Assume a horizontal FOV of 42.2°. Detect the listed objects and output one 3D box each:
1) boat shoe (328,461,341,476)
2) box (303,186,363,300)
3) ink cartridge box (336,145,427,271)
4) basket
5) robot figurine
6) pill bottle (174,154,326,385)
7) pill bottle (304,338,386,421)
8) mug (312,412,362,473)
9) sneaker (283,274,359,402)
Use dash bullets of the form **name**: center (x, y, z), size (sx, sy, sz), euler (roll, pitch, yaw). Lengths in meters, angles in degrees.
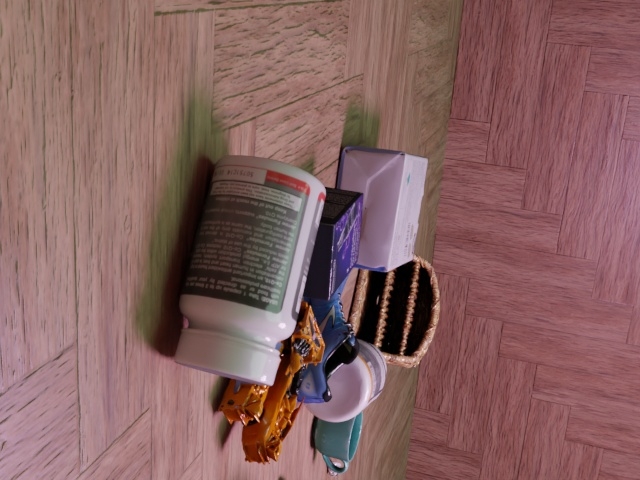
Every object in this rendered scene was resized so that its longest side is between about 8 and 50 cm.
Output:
- **boat shoe**: center (0.036, 0.610, 2.206), size (0.100, 0.035, 0.035), euler (80, 21, -67)
- **box**: center (0.000, 0.000, 1.560), size (0.207, 0.108, 0.153), euler (-50, 147, -62)
- **ink cartridge box**: center (0.151, -0.079, 1.977), size (0.395, 0.151, 0.270), euler (-11, 110, -72)
- **basket**: center (0.209, 0.182, 2.229), size (0.223, 0.213, 0.299), euler (57, 44, -69)
- **robot figurine**: center (-0.072, 0.226, 1.432), size (0.291, 0.085, 0.211), euler (-63, 145, -43)
- **pill bottle**: center (-0.099, 0.042, 1.124), size (0.161, 0.161, 0.283), euler (51, 50, -70)
- **pill bottle**: center (0.060, 0.305, 1.864), size (0.278, 0.162, 0.162), euler (4, 95, -76)
- **mug**: center (0.035, 0.468, 1.991), size (0.129, 0.097, 0.158), euler (67, 36, -64)
- **sneaker**: center (0.016, 0.183, 1.658), size (0.130, 0.147, 0.330), euler (76, 27, -56)
